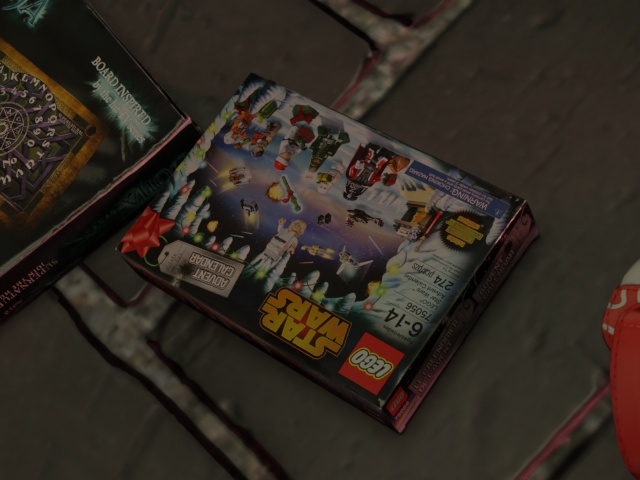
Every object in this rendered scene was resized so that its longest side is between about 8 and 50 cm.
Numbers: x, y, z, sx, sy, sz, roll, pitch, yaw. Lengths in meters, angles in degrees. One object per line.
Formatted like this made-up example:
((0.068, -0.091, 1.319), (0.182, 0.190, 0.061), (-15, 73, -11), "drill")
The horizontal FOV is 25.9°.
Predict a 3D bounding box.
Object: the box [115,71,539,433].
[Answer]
((0.000, 0.000, 0.529), (0.137, 0.027, 0.094), (28, 75, 31), "box")

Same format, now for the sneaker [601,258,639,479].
((0.141, 0.054, 0.339), (0.145, 0.090, 0.270), (-10, 16, 21), "sneaker")

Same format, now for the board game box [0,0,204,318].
((-0.145, -0.061, 0.622), (0.126, 0.026, 0.186), (-39, 55, -4), "board game box")
